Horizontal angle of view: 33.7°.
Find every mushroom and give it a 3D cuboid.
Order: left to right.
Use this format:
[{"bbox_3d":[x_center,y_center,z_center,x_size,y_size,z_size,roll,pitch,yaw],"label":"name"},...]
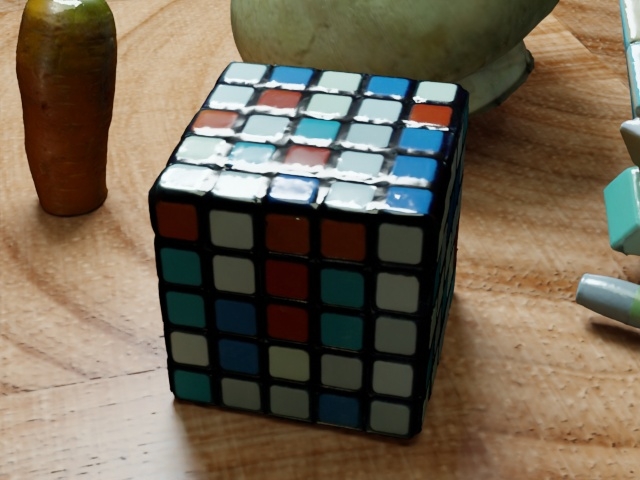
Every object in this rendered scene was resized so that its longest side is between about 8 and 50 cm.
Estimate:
[{"bbox_3d":[0.084,-0.247,1.006,0.352,0.260,0.352,-30,22,14],"label":"mushroom"}]

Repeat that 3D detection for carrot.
[{"bbox_3d":[-0.213,-0.113,0.887,0.087,0.193,0.087,6,27,-3],"label":"carrot"}]

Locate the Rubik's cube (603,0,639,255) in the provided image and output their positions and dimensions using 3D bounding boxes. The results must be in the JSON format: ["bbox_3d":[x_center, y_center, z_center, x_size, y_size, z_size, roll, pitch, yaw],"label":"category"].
[{"bbox_3d":[0.331,-0.070,0.818,0.224,0.265,0.212,-9,59,17],"label":"Rubik's cube"}]

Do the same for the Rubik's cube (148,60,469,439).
[{"bbox_3d":[0.000,0.000,0.736,0.182,0.187,0.184,8,35,11],"label":"Rubik's cube"}]

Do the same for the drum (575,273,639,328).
[{"bbox_3d":[0.304,0.085,0.734,0.253,0.049,0.130,8,37,11],"label":"drum"}]
